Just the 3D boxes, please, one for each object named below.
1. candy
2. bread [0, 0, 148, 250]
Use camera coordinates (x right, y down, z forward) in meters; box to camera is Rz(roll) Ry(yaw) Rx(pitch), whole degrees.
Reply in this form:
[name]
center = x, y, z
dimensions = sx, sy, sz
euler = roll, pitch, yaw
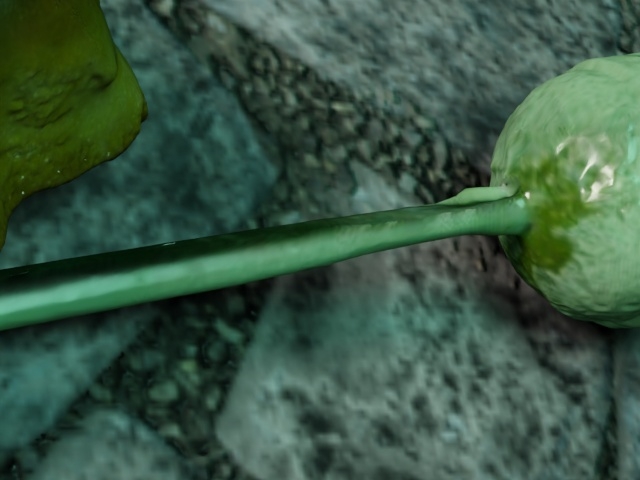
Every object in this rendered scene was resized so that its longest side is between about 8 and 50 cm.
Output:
[candy]
center = 0.000, 0.000, 0.621
dimensions = 0.439, 0.119, 0.119
euler = -9, 71, -28
[bread]
center = -0.162, -0.056, 0.521
dimensions = 0.160, 0.088, 0.233
euler = 34, 46, 8
